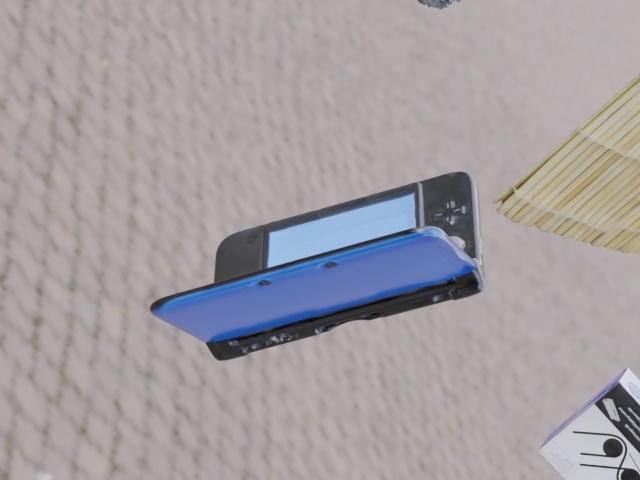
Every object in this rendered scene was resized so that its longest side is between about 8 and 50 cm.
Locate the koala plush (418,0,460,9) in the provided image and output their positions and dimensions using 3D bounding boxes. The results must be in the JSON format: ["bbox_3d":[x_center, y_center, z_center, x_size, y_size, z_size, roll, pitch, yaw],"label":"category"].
[{"bbox_3d":[0.032,-0.310,1.345,0.221,0.203,0.196,36,13,25],"label":"koala plush"}]

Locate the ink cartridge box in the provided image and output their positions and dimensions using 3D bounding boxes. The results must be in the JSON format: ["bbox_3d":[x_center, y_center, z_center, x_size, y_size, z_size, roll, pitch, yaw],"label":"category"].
[{"bbox_3d":[0.289,0.216,1.563,0.207,0.097,0.046,47,24,3],"label":"ink cartridge box"}]

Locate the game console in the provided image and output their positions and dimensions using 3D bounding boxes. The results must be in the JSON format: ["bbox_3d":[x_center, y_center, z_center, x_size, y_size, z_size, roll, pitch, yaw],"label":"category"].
[{"bbox_3d":[0.000,0.000,1.851,0.250,0.293,0.173,-89,159,-48],"label":"game console"}]

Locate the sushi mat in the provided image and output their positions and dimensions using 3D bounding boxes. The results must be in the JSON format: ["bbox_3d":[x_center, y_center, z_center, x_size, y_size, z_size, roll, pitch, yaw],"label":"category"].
[{"bbox_3d":[0.250,-0.083,1.087,0.151,0.316,0.019,13,53,-29],"label":"sushi mat"}]
